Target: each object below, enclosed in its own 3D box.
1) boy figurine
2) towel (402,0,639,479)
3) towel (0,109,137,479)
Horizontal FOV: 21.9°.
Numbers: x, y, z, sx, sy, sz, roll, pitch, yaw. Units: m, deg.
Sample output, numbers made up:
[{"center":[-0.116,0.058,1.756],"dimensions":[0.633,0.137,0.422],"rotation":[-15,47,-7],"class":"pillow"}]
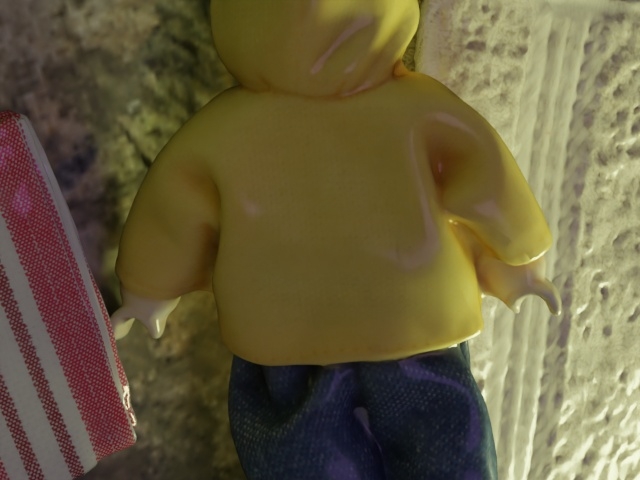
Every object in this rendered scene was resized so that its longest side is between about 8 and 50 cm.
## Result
[{"center":[0.000,0.000,0.646],"dimensions":[0.177,0.092,0.285],"rotation":[-10,94,5],"class":"boy figurine"},{"center":[0.097,0.004,0.762],"dimensions":[0.187,0.049,0.282],"rotation":[3,96,-37],"class":"towel"},{"center":[-0.166,0.053,0.587],"dimensions":[0.197,0.029,0.144],"rotation":[-28,113,-28],"class":"towel"}]
